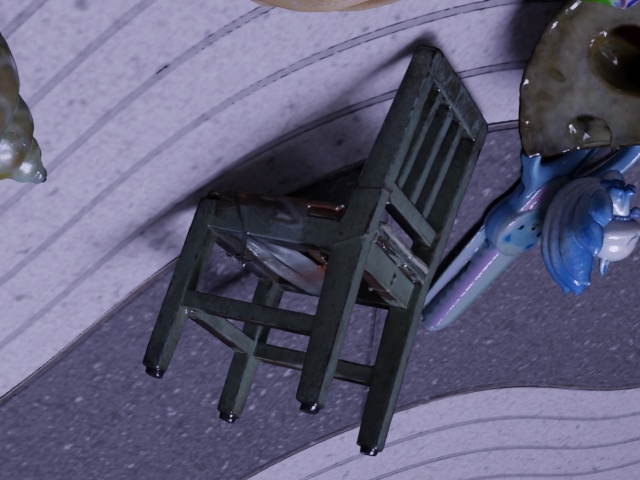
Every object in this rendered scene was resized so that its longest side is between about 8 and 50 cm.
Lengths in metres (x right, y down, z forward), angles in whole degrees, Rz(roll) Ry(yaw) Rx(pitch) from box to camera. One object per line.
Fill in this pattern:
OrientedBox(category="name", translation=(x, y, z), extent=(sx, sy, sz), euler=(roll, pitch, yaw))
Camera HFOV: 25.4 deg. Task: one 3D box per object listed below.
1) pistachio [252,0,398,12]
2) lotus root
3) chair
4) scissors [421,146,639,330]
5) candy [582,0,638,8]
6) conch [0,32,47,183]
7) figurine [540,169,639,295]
OrientedBox(category="pistachio", translation=(0.034, -0.213, 0.657), extent=(0.299, 0.187, 0.187), euler=(-21, 153, 27))
OrientedBox(category="lotus root", translation=(0.291, -0.143, 1.034), extent=(0.314, 0.142, 0.210), euler=(-7, 179, -39))
OrientedBox(category="chair", translation=(0.000, 0.000, 1.017), extent=(0.136, 0.147, 0.270), euler=(43, 61, -58))
OrientedBox(category="scissors", translation=(0.166, -0.017, 1.186), extent=(0.125, 0.030, 0.256), euler=(13, 125, -46))
OrientedBox(category="candy", translation=(0.116, -0.264, 0.775), extent=(0.124, 0.124, 0.365), euler=(-34, 139, 7))
OrientedBox(category="conch", translation=(-0.217, -0.102, 0.719), extent=(0.116, 0.106, 0.173), euler=(-29, 138, -36))
OrientedBox(category="figurine", translation=(0.217, -0.001, 1.147), extent=(0.079, 0.114, 0.114), euler=(14, 141, 4))
